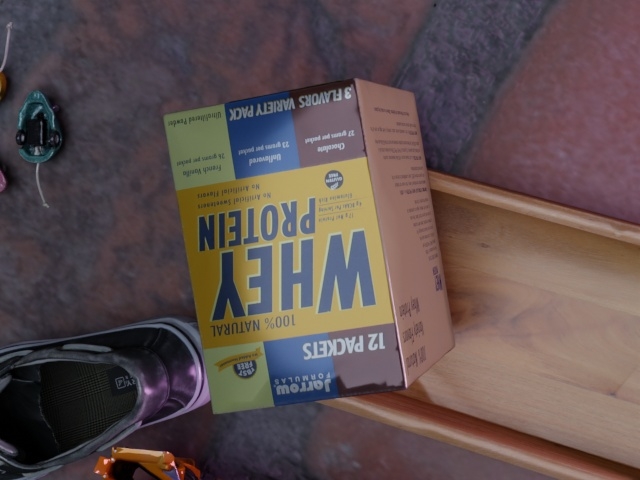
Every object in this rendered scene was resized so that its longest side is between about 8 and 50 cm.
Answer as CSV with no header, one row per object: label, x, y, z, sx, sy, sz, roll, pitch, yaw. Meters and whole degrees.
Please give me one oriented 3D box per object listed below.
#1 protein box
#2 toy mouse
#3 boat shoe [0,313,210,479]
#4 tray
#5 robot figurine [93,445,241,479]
protein box,0.000,0.000,0.947,0.136,0.200,0.201,-9,91,15
toy mouse,-0.276,-0.085,1.174,0.161,0.031,0.143,-43,82,13
boat shoe,-0.241,0.134,1.104,0.335,0.119,0.121,-24,82,30
tray,0.135,0.060,1.056,0.410,0.076,0.203,16,97,14
robot figurine,-0.060,0.232,1.060,0.291,0.211,0.085,16,79,8
